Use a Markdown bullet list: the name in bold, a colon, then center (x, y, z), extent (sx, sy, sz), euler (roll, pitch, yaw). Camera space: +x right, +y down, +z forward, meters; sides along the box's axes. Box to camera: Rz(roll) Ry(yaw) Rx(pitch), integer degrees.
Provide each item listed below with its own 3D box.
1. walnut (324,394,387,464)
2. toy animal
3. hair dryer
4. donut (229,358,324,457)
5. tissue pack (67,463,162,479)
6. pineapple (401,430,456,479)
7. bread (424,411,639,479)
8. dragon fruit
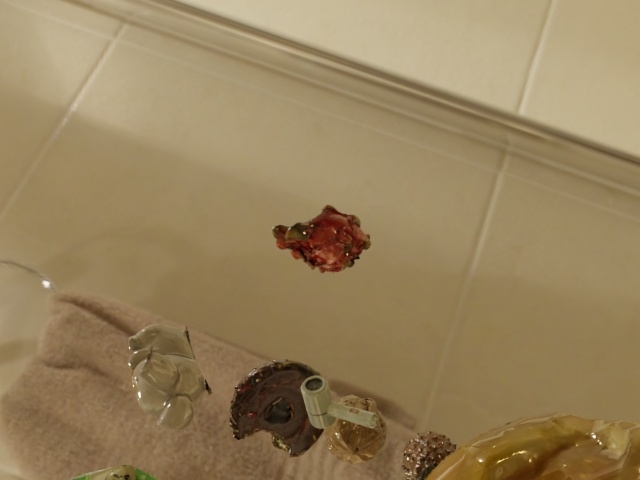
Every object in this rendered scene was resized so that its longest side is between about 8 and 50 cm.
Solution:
- **walnut**: center (0.106, 0.571, 2.222), extent (0.245, 0.198, 0.198), euler (-86, 15, -76)
- **toy animal**: center (-0.327, 0.284, 1.566), extent (0.325, 0.154, 0.208), euler (171, 79, -76)
- **hair dryer**: center (0.035, 0.274, 1.196), extent (0.047, 0.137, 0.081), euler (-47, -44, -42)
- **donut**: center (-0.093, 0.360, 1.625), extent (0.096, 0.230, 0.216), euler (21, 96, 68)
- **tissue pack**: center (-0.386, 0.729, 1.563), extent (0.331, 0.205, 0.404), euler (50, -155, -45)
- **pineapple**: center (0.264, 0.565, 1.676), extent (0.170, 0.141, 0.310), euler (-35, 13, 7)
- **bread**: center (0.234, 0.343, 0.608), extent (0.361, 0.394, 0.250), euler (-48, -15, -7)
- **dragon fruit**: center (0.000, 0.000, 1.542), extent (0.133, 0.208, 0.149), euler (-106, 25, -72)
